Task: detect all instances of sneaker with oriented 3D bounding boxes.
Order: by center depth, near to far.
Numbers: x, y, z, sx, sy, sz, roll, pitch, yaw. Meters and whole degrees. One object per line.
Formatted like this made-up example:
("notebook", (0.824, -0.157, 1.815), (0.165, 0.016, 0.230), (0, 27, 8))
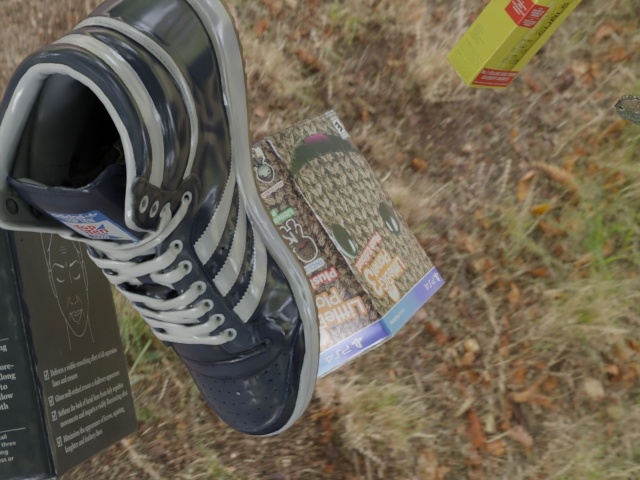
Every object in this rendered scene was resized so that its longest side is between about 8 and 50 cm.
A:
("sneaker", (-0.085, 0.009, 0.635), (0.099, 0.153, 0.282), (-4, 112, 24))

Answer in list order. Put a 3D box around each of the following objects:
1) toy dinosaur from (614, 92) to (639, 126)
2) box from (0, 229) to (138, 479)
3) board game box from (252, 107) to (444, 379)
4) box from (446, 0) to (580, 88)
("toy dinosaur", (0.357, -0.130, 0.924), (0.268, 0.118, 0.064), (-17, 114, 5))
("box", (-0.410, 0.097, 1.511), (0.212, 0.293, 0.395), (-10, 90, 11))
("board game box", (0.000, 0.000, 1.553), (0.291, 0.141, 0.232), (57, 27, -2))
("box", (0.264, -0.293, 1.495), (0.087, 0.232, 0.058), (-3, 53, -44))
